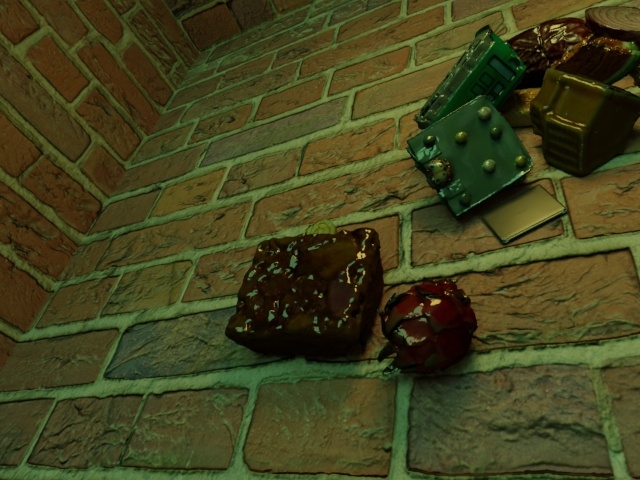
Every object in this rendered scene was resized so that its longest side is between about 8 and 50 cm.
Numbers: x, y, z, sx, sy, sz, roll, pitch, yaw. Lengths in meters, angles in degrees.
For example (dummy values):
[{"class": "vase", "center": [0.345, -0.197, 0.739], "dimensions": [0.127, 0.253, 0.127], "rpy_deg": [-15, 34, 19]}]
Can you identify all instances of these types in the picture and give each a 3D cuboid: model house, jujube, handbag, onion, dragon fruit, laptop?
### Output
[{"class": "model house", "center": [0.690, -0.314, 1.265], "dimensions": [0.268, 0.174, 0.239], "rpy_deg": [48, 126, 46]}, {"class": "jujube", "center": [0.690, -0.572, 1.491], "dimensions": [0.342, 0.216, 0.216], "rpy_deg": [0, 50, 45]}, {"class": "handbag", "center": [0.418, -0.234, 1.302], "dimensions": [0.274, 0.100, 0.268], "rpy_deg": [-30, 83, 1]}, {"class": "onion", "center": [0.918, -0.621, 1.416], "dimensions": [0.248, 0.111, 0.250], "rpy_deg": [-10, 46, -14]}, {"class": "dragon fruit", "center": [0.233, 0.200, 1.041], "dimensions": [0.193, 0.192, 0.274], "rpy_deg": [33, 85, 39]}, {"class": "laptop", "center": [0.532, -0.071, 1.238], "dimensions": [0.180, 0.016, 0.129], "rpy_deg": [-28, 41, 7]}]

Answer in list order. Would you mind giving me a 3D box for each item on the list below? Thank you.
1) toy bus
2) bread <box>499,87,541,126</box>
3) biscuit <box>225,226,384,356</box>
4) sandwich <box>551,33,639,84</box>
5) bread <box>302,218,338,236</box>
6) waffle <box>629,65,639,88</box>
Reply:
[{"class": "toy bus", "center": [0.461, -0.452, 1.440], "dimensions": [0.343, 0.200, 0.183], "rpy_deg": [-53, 6, 17]}, {"class": "bread", "center": [0.655, -0.416, 1.453], "dimensions": [0.189, 0.068, 0.125], "rpy_deg": [7, 55, 38]}, {"class": "biscuit", "center": [-0.033, 0.145, 1.287], "dimensions": [0.396, 0.166, 0.342], "rpy_deg": [-5, 48, 29]}, {"class": "sandwich", "center": [0.738, -0.483, 1.301], "dimensions": [0.235, 0.159, 0.079], "rpy_deg": [-41, 23, 58]}, {"class": "bread", "center": [0.000, 0.000, 1.488], "dimensions": [0.118, 0.064, 0.156], "rpy_deg": [-8, 45, 22]}, {"class": "waffle", "center": [0.972, -0.528, 1.261], "dimensions": [0.310, 0.283, 0.065], "rpy_deg": [0, 38, -29]}]
